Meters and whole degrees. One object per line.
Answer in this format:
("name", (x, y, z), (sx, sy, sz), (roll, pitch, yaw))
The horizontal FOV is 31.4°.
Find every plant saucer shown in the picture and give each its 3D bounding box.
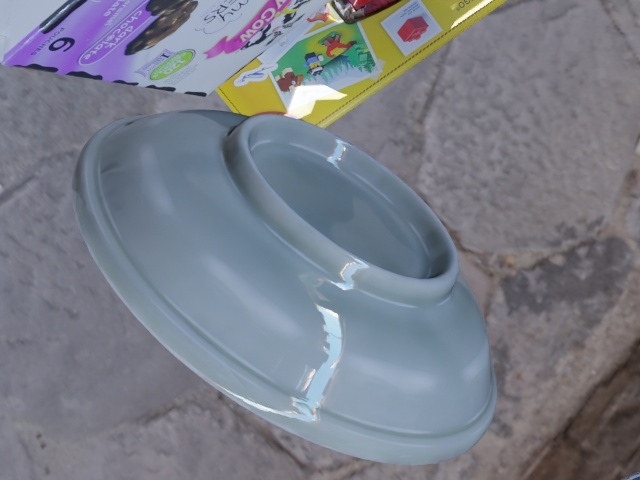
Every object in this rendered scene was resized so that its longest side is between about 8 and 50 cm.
("plant saucer", (0.000, 0.000, 0.924), (0.400, 0.400, 0.100), (19, 120, -32))

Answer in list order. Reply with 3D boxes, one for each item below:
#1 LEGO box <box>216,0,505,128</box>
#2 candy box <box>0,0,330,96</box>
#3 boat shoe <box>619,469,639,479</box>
("LEGO box", (0.109, -0.361, 1.305), (0.500, 0.372, 0.193), (-33, 108, 21))
("candy box", (-0.054, -0.149, 0.544), (0.165, 0.196, 0.070), (-35, 80, 19))
("boat shoe", (0.277, 0.262, 1.026), (0.066, 0.066, 0.183), (-18, 144, -43))
